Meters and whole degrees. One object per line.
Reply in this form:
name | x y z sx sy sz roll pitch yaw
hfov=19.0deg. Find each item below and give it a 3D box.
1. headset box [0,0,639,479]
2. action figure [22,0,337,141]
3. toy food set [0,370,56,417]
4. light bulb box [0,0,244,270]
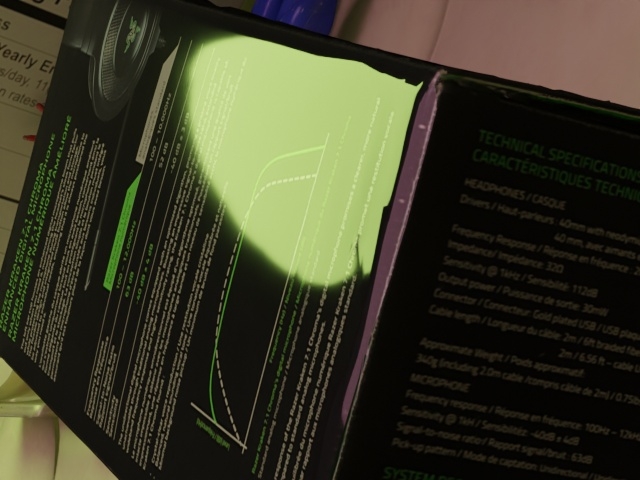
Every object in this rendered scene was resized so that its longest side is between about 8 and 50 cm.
headset box | 0.058 0.021 0.561 0.283 0.246 0.131 27 103 64
action figure | -0.054 -0.104 0.977 0.091 0.139 0.280 50 125 59
toy food set | -0.179 -0.034 1.232 0.220 0.092 0.306 -11 69 62
light bulb box | -0.223 -0.211 1.011 0.361 0.358 0.225 -57 44 15
